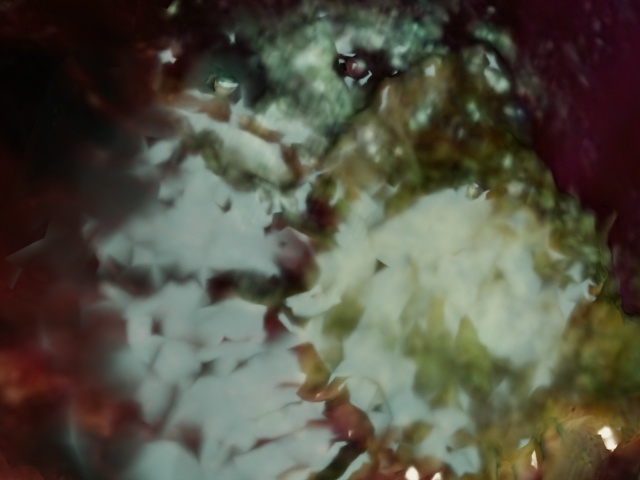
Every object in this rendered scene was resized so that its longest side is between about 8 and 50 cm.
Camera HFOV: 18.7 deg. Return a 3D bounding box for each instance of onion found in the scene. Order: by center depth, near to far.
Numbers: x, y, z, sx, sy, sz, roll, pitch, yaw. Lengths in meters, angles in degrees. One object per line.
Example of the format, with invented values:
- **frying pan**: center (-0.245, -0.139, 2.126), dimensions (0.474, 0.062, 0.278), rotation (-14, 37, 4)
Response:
- **onion**: center (0.000, 0.000, 0.588), dimensions (0.337, 0.282, 0.260), rotation (27, 75, -9)
